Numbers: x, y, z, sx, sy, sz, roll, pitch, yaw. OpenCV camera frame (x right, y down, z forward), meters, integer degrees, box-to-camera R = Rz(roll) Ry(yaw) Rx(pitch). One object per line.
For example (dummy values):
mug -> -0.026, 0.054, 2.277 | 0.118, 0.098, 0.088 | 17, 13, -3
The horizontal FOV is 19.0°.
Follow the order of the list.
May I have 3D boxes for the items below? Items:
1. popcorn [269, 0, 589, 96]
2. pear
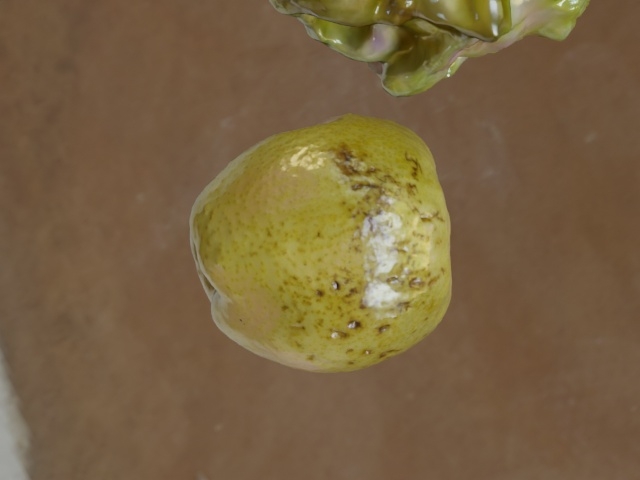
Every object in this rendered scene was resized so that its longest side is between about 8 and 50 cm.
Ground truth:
popcorn -> 0.050, -0.129, 0.818 | 0.125, 0.145, 0.126 | -5, 68, 50
pear -> 0.000, 0.000, 1.204 | 0.178, 0.178, 0.178 | 13, 114, 30
